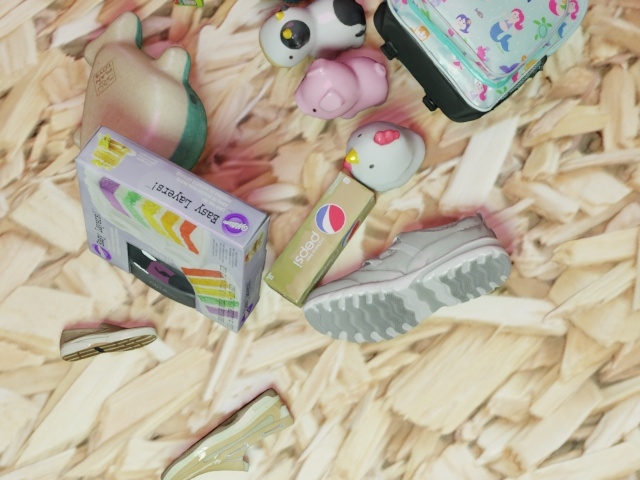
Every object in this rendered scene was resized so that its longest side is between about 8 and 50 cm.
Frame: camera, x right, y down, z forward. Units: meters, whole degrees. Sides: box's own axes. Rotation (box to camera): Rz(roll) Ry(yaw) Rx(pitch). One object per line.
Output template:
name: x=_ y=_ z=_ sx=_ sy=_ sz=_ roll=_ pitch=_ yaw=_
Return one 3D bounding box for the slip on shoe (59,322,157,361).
slip on shoe: x=-0.289 y=0.129 z=1.782 sx=0.135 sy=0.051 sz=0.041 roll=-14 pitch=65 yaw=9

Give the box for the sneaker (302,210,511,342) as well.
sneaker: x=0.110 y=0.048 z=1.744 sx=0.281 sy=0.105 sz=0.115 roll=-18 pitch=43 yaw=6

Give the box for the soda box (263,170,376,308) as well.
soda box: x=0.000 y=0.000 z=1.767 sx=0.058 sy=0.061 sz=0.181 roll=34 pitch=84 yaw=11

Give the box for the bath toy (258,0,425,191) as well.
bath toy: x=0.021 y=-0.227 z=1.780 sx=0.151 sy=0.129 sz=0.348 roll=-26 pitch=77 yaw=0

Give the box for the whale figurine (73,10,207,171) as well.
whale figurine: x=-0.246 y=-0.187 z=1.813 sx=0.216 sy=0.141 sz=0.272 roll=-39 pitch=51 yaw=22

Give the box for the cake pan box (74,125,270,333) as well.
cake pan box: x=-0.191 y=-0.008 z=1.692 sx=0.245 sy=0.267 sz=0.070 roll=31 pitch=64 yaw=9

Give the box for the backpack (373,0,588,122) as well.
backpack: x=0.226 y=-0.312 z=1.744 sx=0.253 sy=0.191 sz=0.225 roll=-40 pitch=90 yaw=-18

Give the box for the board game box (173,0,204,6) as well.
board game box: x=-0.184 y=-0.435 z=1.865 sx=0.043 sy=0.092 sz=0.181 roll=5 pitch=79 yaw=6

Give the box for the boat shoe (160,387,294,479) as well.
boat shoe: x=-0.119 y=0.276 z=1.723 sx=0.190 sy=0.068 sz=0.072 roll=-37 pitch=88 yaw=-2
